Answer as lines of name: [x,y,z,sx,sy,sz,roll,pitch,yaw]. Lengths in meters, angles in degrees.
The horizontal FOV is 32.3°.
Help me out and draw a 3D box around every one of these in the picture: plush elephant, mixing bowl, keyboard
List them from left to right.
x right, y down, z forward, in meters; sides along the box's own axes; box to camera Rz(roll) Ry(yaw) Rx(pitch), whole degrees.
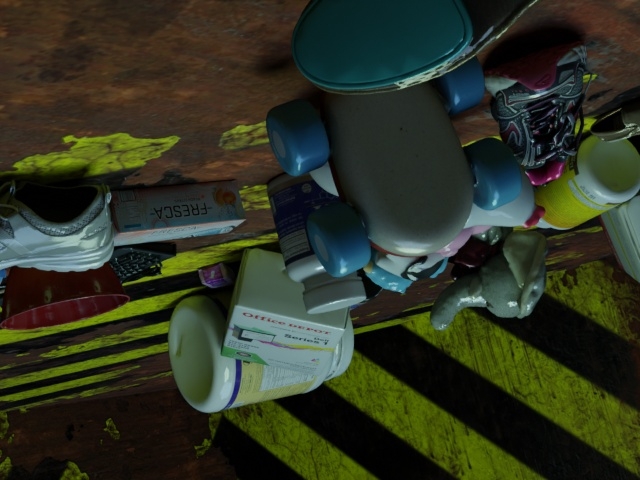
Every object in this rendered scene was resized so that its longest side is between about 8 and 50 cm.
mixing bowl: [-0.368,0.057,1.557,0.182,0.098,0.181,-13,170,-2]
keyboard: [-0.360,0.064,1.791,0.317,0.033,0.201,-20,168,31]
plush elephant: [0.239,0.022,1.716,0.330,0.255,0.272,-18,163,7]

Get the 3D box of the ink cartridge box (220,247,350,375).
ink cartridge box: [-0.065,0.136,2.011,0.201,0.117,0.278,13,154,-5]

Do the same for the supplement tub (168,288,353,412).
supplement tub: [-0.122,0.213,2.294,0.331,0.241,0.241,-7,167,-34]

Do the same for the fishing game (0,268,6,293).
fishing game: [-0.547,0.078,1.595,0.189,0.041,0.264,-16,169,-5]

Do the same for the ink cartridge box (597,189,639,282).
ink cartridge box: [0.637,-0.048,1.882,0.279,0.160,0.385,-22,-178,9]

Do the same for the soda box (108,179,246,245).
soda box: [-0.193,-0.035,1.426,0.183,0.058,0.063,-7,167,-32]

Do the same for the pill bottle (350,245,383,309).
pill bottle: [0.023,0.085,2.148,0.123,0.122,0.219,-8,168,-32]

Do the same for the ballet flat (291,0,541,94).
ballet flat: [0.128,-0.214,0.863,0.342,0.116,0.124,-29,-178,41]

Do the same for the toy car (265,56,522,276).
toy car: [0.053,-0.082,1.192,0.219,0.210,0.238,-23,-175,-15]

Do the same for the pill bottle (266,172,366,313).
pill bottle: [0.000,0.000,1.510,0.112,0.186,0.112,-14,170,-3]

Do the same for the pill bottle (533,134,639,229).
pill bottle: [0.413,-0.089,1.785,0.117,0.117,0.215,-10,168,-24]

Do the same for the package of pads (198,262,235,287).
package of pads: [-0.187,0.064,2.011,0.050,0.032,0.083,-18,169,4]

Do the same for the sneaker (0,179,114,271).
sneaker: [-0.366,-0.026,1.229,0.281,0.105,0.115,-7,139,-27]

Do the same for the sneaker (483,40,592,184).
sneaker: [0.265,-0.149,1.298,0.121,0.112,0.299,-16,168,9]

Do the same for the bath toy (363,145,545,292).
bath toy: [0.175,-0.029,1.422,0.129,0.151,0.348,21,160,-10]

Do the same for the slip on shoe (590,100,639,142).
slip on shoe: [0.447,-0.176,1.578,0.041,0.051,0.135,9,163,-36]
